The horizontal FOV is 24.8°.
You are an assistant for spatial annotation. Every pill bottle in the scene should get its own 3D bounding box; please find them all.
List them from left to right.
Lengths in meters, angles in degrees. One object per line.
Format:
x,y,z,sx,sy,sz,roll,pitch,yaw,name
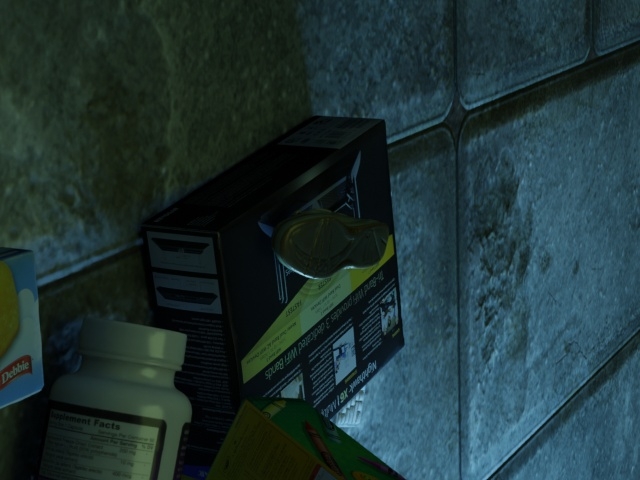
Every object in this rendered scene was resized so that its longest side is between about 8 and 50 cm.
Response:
-0.155,0.158,1.080,0.108,0.108,0.194,23,76,-61,pill bottle

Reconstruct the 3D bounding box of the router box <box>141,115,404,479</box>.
-0.030,0.046,1.318,0.309,0.081,0.243,-37,126,-54,router box

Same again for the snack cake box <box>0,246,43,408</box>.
-0.289,0.067,0.766,0.264,0.152,0.089,-23,115,-59,snack cake box

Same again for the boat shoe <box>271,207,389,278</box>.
0.001,-0.002,1.244,0.153,0.048,0.056,-7,113,-54,boat shoe

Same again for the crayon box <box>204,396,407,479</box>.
-0.041,0.284,1.153,0.081,0.165,0.278,11,108,-52,crayon box

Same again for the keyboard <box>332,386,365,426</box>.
0.045,0.069,1.534,0.072,0.014,0.256,15,82,-62,keyboard
